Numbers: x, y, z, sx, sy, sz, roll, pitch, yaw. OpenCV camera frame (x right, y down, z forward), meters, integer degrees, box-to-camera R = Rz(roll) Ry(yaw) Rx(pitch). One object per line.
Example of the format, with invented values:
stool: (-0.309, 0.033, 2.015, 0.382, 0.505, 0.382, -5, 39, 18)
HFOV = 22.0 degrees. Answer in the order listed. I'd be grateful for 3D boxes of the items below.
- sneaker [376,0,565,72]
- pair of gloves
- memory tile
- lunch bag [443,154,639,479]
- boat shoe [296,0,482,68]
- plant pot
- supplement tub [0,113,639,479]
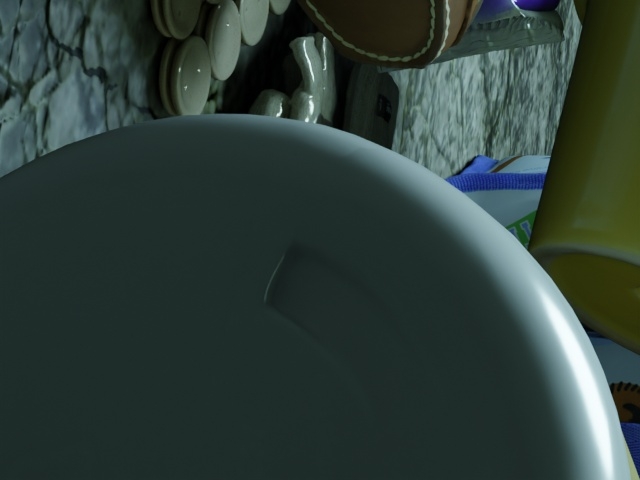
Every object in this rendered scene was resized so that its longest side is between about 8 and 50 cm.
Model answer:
sneaker: (0.072, -0.183, 0.909, 0.293, 0.102, 0.146, -70, 149, -73)
pair of gloves: (0.000, 0.000, 0.858, 0.240, 0.042, 0.204, -1, 93, -78)
memory tile: (-0.043, -0.130, 0.721, 0.148, 0.012, 0.113, -57, 149, -53)
lunch bag: (0.222, 0.067, 1.095, 0.385, 0.327, 0.239, -39, 131, -68)
boat shoe: (-0.027, -0.184, 0.594, 0.120, 0.122, 0.324, -61, 142, -34)
plant pot: (0.230, -0.060, 0.875, 0.239, 0.254, 0.254, -62, 157, -14)
supplement tub: (-0.002, 0.124, 0.567, 0.331, 0.241, 0.241, 53, 47, -65)
